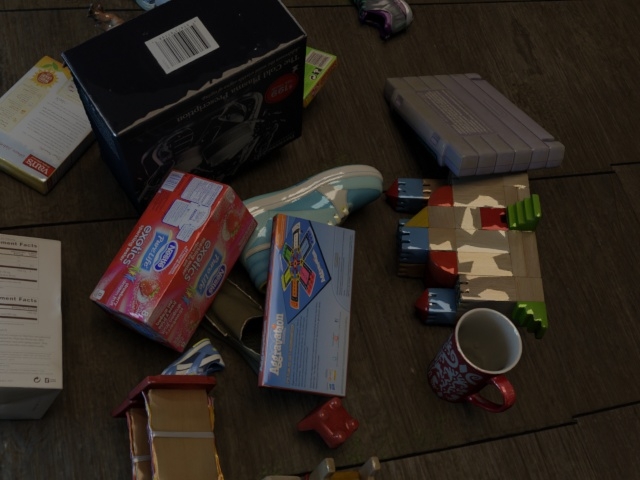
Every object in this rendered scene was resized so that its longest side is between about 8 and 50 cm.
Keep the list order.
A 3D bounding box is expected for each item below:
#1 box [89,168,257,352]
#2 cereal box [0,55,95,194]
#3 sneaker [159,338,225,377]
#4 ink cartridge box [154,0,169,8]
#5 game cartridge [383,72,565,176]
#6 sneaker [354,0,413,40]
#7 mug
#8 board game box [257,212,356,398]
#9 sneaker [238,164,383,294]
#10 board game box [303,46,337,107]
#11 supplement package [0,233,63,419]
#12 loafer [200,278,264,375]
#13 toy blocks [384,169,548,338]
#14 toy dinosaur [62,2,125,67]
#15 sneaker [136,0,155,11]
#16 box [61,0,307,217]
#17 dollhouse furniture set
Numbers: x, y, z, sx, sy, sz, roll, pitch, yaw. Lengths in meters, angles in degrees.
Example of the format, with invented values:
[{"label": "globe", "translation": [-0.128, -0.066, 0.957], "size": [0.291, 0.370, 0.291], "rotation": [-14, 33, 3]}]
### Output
[{"label": "box", "translation": [-0.229, 0.031, 1.319], "size": [0.128, 0.123, 0.257], "rotation": [17, 67, 30]}, {"label": "cereal box", "translation": [-0.499, -0.213, 1.494], "size": [0.173, 0.047, 0.240], "rotation": [30, 57, 4]}, {"label": "sneaker", "translation": [-0.213, 0.218, 1.309], "size": [0.059, 0.053, 0.144], "rotation": [44, 60, 10]}, {"label": "ink cartridge box", "translation": [-0.239, -0.479, 1.622], "size": [0.092, 0.219, 0.160], "rotation": [44, 60, 9]}, {"label": "game cartridge", "translation": [0.288, -0.234, 1.632], "size": [0.230, 0.068, 0.355], "rotation": [-10, 37, -15]}, {"label": "sneaker", "translation": [0.101, -0.541, 1.831], "size": [0.223, 0.083, 0.098], "rotation": [44, 64, 12]}, {"label": "mug", "translation": [0.246, 0.214, 1.362], "size": [0.113, 0.169, 0.150], "rotation": [9, 59, -10]}, {"label": "board game box", "translation": [-0.019, 0.104, 1.328], "size": [0.145, 0.027, 0.282], "rotation": [13, 69, -23]}, {"label": "sneaker", "translation": [0.000, 0.000, 1.456], "size": [0.318, 0.127, 0.208], "rotation": [-22, 65, -15]}, {"label": "board game box", "translation": [-0.107, -0.353, 1.640], "size": [0.259, 0.039, 0.124], "rotation": [25, 65, 21]}, {"label": "supplement package", "translation": [-0.468, 0.128, 1.230], "size": [0.133, 0.139, 0.244], "rotation": [8, 56, -30]}, {"label": "loafer", "translation": [-0.122, 0.133, 1.362], "size": [0.251, 0.087, 0.094], "rotation": [41, 58, 11]}, {"label": "toy blocks", "translation": [0.252, 0.005, 1.507], "size": [0.260, 0.191, 0.382], "rotation": [1, 58, 0]}, {"label": "toy dinosaur", "translation": [-0.350, -0.344, 1.546], "size": [0.200, 0.296, 0.127], "rotation": [22, 100, -10]}, {"label": "sneaker", "translation": [-0.386, -0.537, 1.711], "size": [0.135, 0.058, 0.052], "rotation": [33, 57, 7]}, {"label": "box", "translation": [-0.211, -0.237, 1.391], "size": [0.343, 0.312, 0.179], "rotation": [-31, 73, -15]}, {"label": "dollhouse furniture set", "translation": [-0.106, 0.326, 1.241], "size": [0.374, 0.152, 0.201], "rotation": [8, 56, -31]}]
